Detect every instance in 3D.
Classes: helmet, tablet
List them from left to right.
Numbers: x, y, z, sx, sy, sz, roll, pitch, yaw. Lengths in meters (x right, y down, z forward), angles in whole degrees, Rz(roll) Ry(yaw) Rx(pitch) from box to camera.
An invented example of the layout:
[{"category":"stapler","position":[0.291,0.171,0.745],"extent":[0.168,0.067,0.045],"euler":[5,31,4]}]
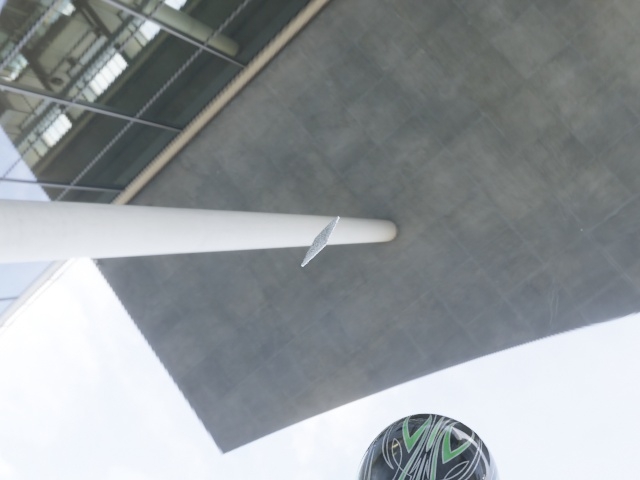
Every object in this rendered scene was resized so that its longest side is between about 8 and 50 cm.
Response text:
[{"category":"tablet","position":[0.000,0.000,0.954],"extent":[0.006,0.083,0.054],"euler":[42,-62,-8]},{"category":"helmet","position":[0.112,0.269,0.747],"extent":[0.170,0.161,0.169],"euler":[-6,-109,18]}]
